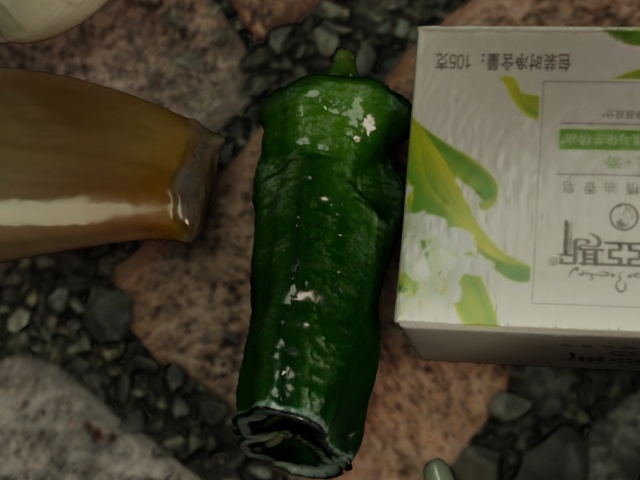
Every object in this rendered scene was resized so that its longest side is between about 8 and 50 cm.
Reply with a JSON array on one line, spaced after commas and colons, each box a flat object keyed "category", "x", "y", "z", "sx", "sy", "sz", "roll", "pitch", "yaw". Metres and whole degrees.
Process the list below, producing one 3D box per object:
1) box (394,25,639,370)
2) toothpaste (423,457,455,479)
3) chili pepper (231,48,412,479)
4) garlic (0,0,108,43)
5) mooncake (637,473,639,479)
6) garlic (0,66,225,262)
[{"category": "box", "x": 0.184, "y": -0.024, "z": 1.002, "sx": 0.260, "sy": 0.111, "sz": 0.194, "roll": 1, "pitch": 74, "yaw": 9}, {"category": "toothpaste", "x": 0.104, "y": 0.240, "z": 0.975, "sx": 0.060, "sy": 0.038, "sz": 0.233, "roll": -21, "pitch": 73, "yaw": 8}, {"category": "chili pepper", "x": 0.000, "y": 0.000, "z": 1.025, "sx": 0.099, "sy": 0.136, "sz": 0.270, "roll": 1, "pitch": 68, "yaw": 25}, {"category": "garlic", "x": -0.245, "y": -0.236, "z": 1.117, "sx": 0.281, "sy": 0.185, "sz": 0.203, "roll": 36, "pitch": 99, "yaw": 18}, {"category": "mooncake", "x": 0.306, "y": 0.178, "z": 0.846, "sx": 0.284, "sy": 0.155, "sz": 0.284, "roll": 1, "pitch": 97, "yaw": 8}, {"category": "garlic", "x": -0.217, "y": -0.042, "z": 1.086, "sx": 0.318, "sy": 0.112, "sz": 0.143, "roll": -4, "pitch": 50, "yaw": 11}]
